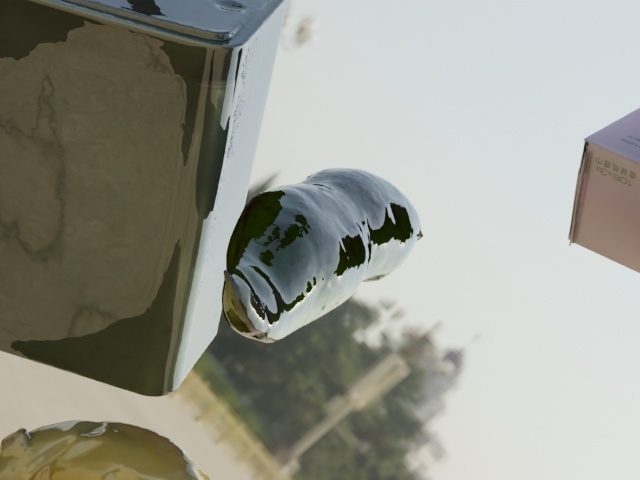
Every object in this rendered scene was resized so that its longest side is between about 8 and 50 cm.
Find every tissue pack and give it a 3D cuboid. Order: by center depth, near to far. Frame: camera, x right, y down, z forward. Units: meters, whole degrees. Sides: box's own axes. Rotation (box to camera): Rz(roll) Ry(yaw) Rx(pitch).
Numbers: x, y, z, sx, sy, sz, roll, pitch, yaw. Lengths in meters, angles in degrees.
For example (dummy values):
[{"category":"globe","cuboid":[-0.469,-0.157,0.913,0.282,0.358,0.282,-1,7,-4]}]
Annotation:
[{"category":"tissue pack","cuboid":[0.317,-0.014,1.166,0.246,0.148,0.092,28,-52,33]}]

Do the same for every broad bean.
[{"category":"broad bean","cuboid":[0.000,0.000,0.941,0.077,0.061,0.339,68,22,-1]}]

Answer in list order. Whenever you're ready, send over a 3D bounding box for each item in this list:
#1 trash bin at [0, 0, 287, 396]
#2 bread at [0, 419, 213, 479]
[{"category":"trash bin","cuboid":[-0.124,-0.045,0.970,0.164,0.240,0.122,15,29,10]},{"category":"bread","cuboid":[-0.199,0.271,0.928,0.183,0.389,0.236,59,-6,-37]}]
